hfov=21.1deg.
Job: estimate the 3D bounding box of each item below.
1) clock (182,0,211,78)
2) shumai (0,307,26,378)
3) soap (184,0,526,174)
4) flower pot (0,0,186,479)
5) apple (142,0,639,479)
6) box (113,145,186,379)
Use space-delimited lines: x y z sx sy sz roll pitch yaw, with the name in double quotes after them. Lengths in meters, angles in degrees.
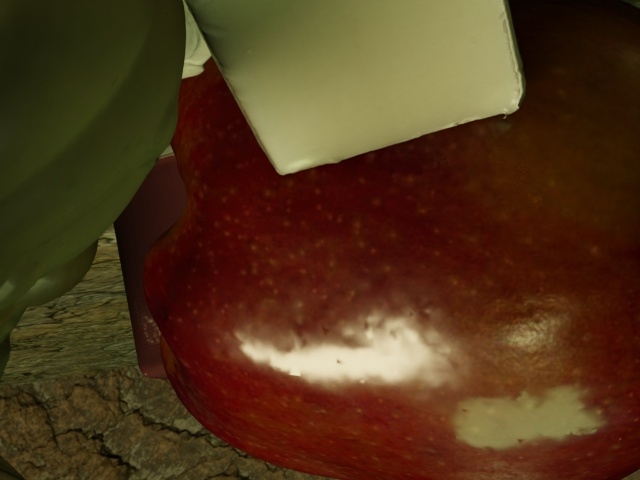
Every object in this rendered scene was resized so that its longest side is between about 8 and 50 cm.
-0.161 -0.099 0.757 0.236 0.053 0.236 -9 170 -2 "clock"
-0.308 0.089 0.990 0.324 0.323 0.397 -8 173 12 "shumai"
0.013 -0.099 0.693 0.121 0.063 0.183 -16 154 5 "soap"
-0.191 -0.006 0.536 0.308 0.244 0.307 -3 159 -1 "flower pot"
0.075 0.000 0.891 0.317 0.288 0.288 3 172 3 "apple"
0.000 0.000 1.208 0.294 0.167 0.193 -12 172 30 "box"
